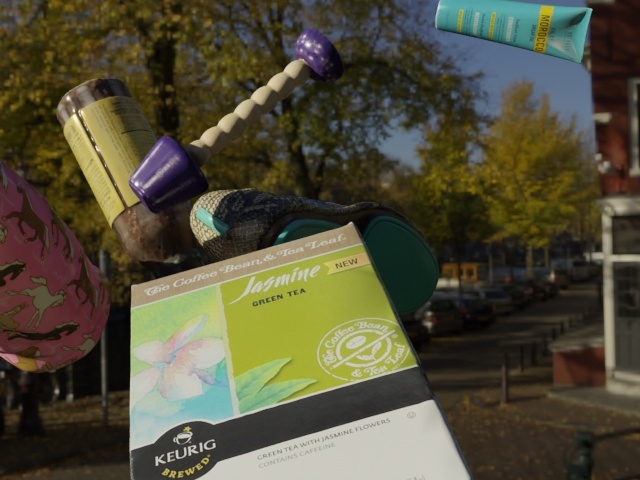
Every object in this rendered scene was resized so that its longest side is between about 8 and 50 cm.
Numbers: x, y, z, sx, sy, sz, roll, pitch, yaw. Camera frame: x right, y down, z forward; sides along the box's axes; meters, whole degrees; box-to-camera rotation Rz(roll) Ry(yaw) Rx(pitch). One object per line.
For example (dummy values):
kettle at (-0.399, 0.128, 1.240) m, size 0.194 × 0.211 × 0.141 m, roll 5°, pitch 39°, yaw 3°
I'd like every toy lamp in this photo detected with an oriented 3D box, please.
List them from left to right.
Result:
toy lamp at (-0.096, -0.133, 0.933) m, size 0.275 × 0.080 × 0.080 m, roll -40°, pitch 11°, yaw -15°

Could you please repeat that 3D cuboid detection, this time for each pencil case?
pencil case at (-0.367, 0.027, 0.919) m, size 0.167 × 0.160 × 0.386 m, roll 4°, pitch -24°, yaw 10°

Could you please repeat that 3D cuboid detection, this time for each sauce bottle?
sauce bottle at (-0.234, -0.048, 1.092) m, size 0.111 × 0.344 × 0.111 m, roll -26°, pitch -12°, yaw -6°

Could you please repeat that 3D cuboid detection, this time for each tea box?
tea box at (-0.007, 0.219, 0.688) m, size 0.220 × 0.329 × 0.323 m, roll -16°, pitch 34°, yaw -4°

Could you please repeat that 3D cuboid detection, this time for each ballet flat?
ballet flat at (0.000, 0.000, 1.150) m, size 0.182 × 0.164 × 0.483 m, roll 30°, pitch 9°, yaw 32°

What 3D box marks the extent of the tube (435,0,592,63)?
tube at (0.267, -0.302, 1.148) m, size 0.207 × 0.080 × 0.052 m, roll 15°, pitch 48°, yaw 18°
